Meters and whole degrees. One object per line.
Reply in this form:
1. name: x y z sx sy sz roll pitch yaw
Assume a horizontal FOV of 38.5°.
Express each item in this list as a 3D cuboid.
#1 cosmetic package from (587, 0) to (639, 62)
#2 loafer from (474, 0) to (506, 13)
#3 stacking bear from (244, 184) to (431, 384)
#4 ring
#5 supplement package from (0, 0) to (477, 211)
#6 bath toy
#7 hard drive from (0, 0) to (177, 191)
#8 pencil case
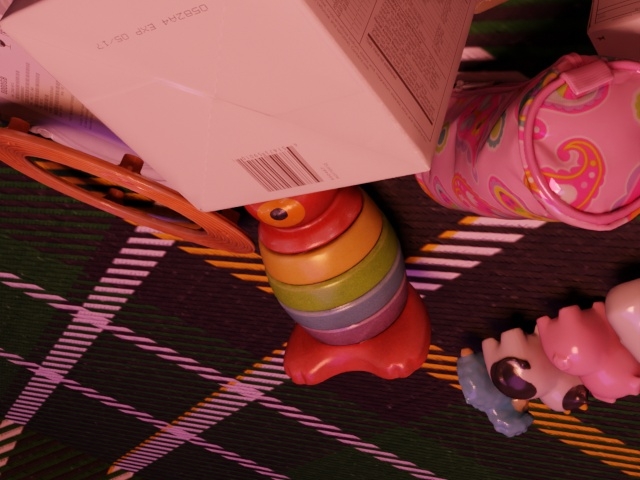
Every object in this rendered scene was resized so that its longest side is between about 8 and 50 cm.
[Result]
1. cosmetic package: 0.283 -0.117 0.711 0.060 0.099 0.239 -8 141 38
2. loafer: 0.135 -0.205 0.699 0.148 0.056 0.050 11 150 32
3. stacking bear: 0.000 0.000 0.997 0.175 0.164 0.289 -8 130 24
4. ring: -0.227 -0.061 1.043 0.336 0.032 0.336 19 170 3
5. supplement package: -0.026 -0.190 0.602 0.199 0.263 0.198 -8 140 38
6. bath toy: 0.313 0.145 1.081 0.151 0.129 0.348 -5 162 -30
7. hard drive: -0.258 -0.182 0.939 0.338 0.064 0.237 24 148 -6
8. pencil case: 0.158 -0.076 0.720 0.124 0.124 0.284 26 -179 -11
